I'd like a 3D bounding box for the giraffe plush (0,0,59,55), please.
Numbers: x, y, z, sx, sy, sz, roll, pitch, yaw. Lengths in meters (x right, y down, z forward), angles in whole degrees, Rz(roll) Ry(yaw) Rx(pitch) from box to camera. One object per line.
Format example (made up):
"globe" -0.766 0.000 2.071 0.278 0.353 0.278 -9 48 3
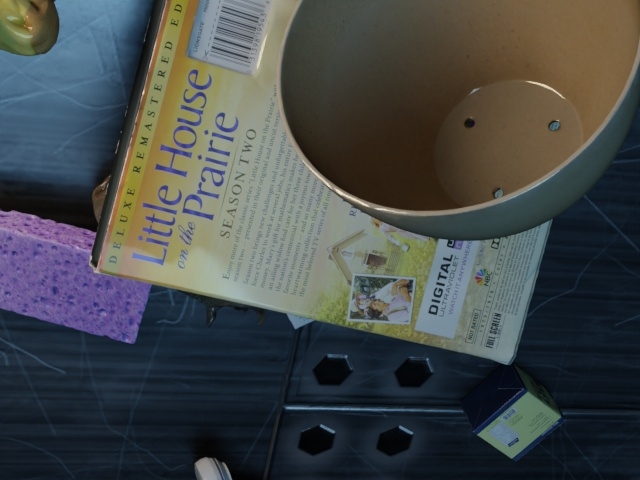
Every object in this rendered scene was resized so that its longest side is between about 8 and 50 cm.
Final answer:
"giraffe plush" -0.335 -0.185 0.880 0.210 0.181 0.170 11 141 -30

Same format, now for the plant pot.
"plant pot" 0.130 -0.114 0.885 0.284 0.284 0.191 -32 149 8

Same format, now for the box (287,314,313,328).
"box" 0.000 0.000 1.110 0.126 0.072 0.137 -24 123 2

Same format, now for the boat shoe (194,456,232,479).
"boat shoe" -0.091 0.325 1.304 0.075 0.083 0.226 -24 136 -11

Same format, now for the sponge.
"sponge" -0.268 0.029 1.051 0.210 0.031 0.117 16 133 -6

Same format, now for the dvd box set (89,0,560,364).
"dvd box set" 0.028 -0.074 1.005 0.420 0.062 0.308 13 92 -20

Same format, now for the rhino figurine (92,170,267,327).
"rhino figurine" -0.129 0.009 1.085 0.106 0.073 0.243 -23 127 26

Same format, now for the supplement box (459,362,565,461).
"supplement box" 0.230 0.205 1.301 0.083 0.056 0.083 37 108 -29
